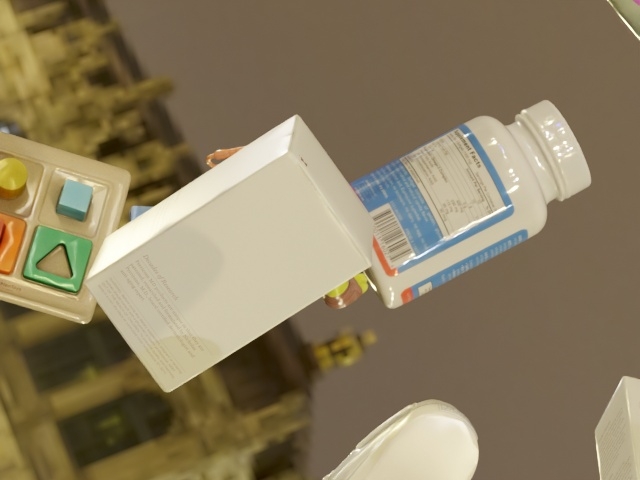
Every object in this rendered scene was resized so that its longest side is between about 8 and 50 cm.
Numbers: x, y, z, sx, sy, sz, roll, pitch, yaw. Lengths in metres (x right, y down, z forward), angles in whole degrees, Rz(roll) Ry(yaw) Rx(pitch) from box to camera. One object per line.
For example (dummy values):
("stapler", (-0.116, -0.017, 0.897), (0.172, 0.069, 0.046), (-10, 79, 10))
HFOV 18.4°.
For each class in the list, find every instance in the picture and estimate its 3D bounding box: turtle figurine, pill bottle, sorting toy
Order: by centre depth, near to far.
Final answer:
("pill bottle", (0.132, -0.039, 1.819), (0.124, 0.221, 0.124), (63, -3, 7))
("sorting toy", (-0.310, -0.024, 2.123), (0.047, 0.347, 0.196), (124, -19, -63))
("turtle figurine", (0.000, 0.000, 2.173), (0.269, 0.087, 0.217), (17, -23, 15))

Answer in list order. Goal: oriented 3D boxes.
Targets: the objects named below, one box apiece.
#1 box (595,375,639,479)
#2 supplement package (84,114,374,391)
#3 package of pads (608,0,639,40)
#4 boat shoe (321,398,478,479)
("box", (0.360, 0.238, 2.003), (0.170, 0.130, 0.091), (-88, -167, -47))
("supplement package", (-0.063, 0.008, 1.423), (0.105, 0.179, 0.105), (55, 13, -13))
("package of pads", (0.347, -0.348, 1.828), (0.296, 0.101, 0.229), (-62, -138, 32))
("boat shoe", (0.012, 0.158, 1.073), (0.066, 0.184, 0.063), (36, 4, -7))
